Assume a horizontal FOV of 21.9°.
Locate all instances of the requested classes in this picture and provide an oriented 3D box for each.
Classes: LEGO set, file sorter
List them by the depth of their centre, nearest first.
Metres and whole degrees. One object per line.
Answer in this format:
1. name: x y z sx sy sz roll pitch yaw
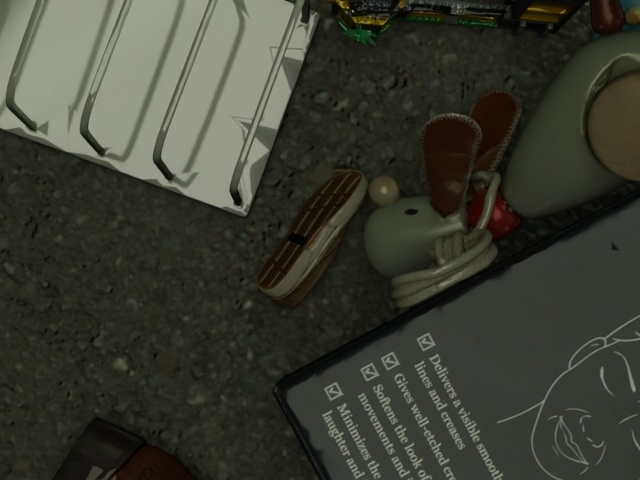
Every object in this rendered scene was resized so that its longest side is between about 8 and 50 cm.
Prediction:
1. LEGO set: 0.126 -0.315 1.378 0.255 0.192 0.331 13 86 -2
2. file sorter: -0.162 -0.161 1.383 0.277 0.173 0.193 20 86 1

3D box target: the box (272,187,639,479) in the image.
1. box: 0.201 0.153 1.347 0.395 0.212 0.293 -27 87 -1

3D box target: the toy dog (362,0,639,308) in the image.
1. toy dog: 0.162 -0.093 1.318 0.333 0.220 0.161 -27 93 6

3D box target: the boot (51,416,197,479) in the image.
1. boot: -0.136 0.326 1.398 0.280 0.096 0.264 31 75 4

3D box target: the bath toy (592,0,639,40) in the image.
1. bath toy: 0.407 -0.130 1.414 0.348 0.129 0.151 33 131 4

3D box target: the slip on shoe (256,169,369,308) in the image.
1. slip on shoe: 0.000 0.000 1.442 0.041 0.051 0.135 44 77 -37
